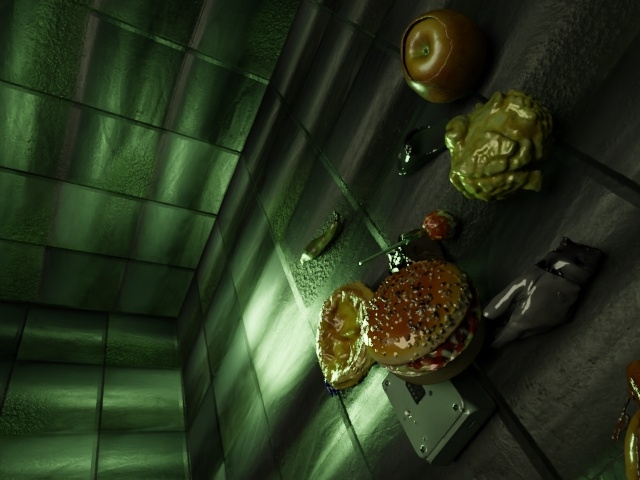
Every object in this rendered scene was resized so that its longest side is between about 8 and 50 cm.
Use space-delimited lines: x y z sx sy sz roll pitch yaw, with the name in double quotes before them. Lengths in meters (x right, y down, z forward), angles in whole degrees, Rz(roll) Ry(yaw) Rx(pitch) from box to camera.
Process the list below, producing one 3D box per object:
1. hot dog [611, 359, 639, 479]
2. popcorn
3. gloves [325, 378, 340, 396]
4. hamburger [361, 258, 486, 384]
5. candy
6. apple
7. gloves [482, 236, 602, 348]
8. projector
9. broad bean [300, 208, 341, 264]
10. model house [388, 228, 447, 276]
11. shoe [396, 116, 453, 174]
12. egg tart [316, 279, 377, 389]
"hot dog" 0.518 0.326 0.659 0.194 0.107 0.326 -46 41 44
"popcorn" 0.400 -0.204 0.999 0.255 0.194 0.256 51 124 43
"gloves" 0.043 0.486 1.513 0.064 0.026 0.086 -60 33 24
"hamburger" 0.226 0.171 1.008 0.300 0.176 0.300 -33 27 19
"candy" 0.225 -0.001 1.156 0.078 0.287 0.084 70 168 -19
"apple" 0.324 -0.502 1.215 0.237 0.207 0.237 -27 59 56
"gloves" 0.427 0.111 0.885 0.286 0.142 0.119 -61 5 29
"projector" 0.268 0.371 1.077 0.198 0.108 0.250 -64 32 24
"broad bean" 0.007 0.002 1.734 0.075 0.067 0.325 54 130 15
"model house" 0.258 0.081 1.226 0.203 0.141 0.164 -85 -1 -56
"shoe" 0.289 -0.287 1.314 0.241 0.093 0.108 -31 54 50
"egg tart" 0.107 0.289 1.369 0.341 0.132 0.342 -32 51 51
